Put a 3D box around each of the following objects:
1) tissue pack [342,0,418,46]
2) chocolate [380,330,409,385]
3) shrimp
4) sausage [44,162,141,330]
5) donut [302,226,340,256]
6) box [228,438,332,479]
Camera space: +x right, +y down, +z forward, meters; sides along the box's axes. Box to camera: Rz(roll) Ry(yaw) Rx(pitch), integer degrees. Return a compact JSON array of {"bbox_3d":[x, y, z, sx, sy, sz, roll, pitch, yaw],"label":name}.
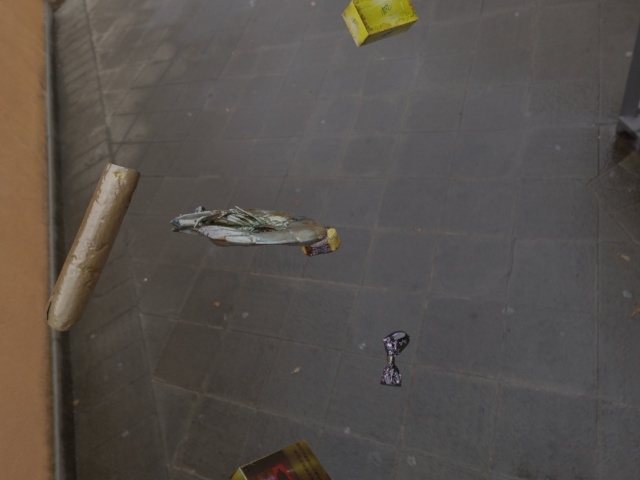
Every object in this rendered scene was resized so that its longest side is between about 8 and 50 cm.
[{"bbox_3d":[0.155,-0.576,1.155,0.176,0.095,0.062,-27,4,-25],"label":"tissue pack"},{"bbox_3d":[0.193,0.312,1.190,0.070,0.072,0.147,-31,41,53],"label":"chocolate"},{"bbox_3d":[-0.165,-0.025,0.995,0.360,0.247,0.085,4,103,4],"label":"shrimp"},{"bbox_3d":[-0.389,0.012,0.762,0.066,0.066,0.301,23,92,34],"label":"sausage"},{"bbox_3d":[0.000,0.000,1.549,0.140,0.059,0.140,-12,26,6],"label":"donut"},{"bbox_3d":[-0.097,0.631,1.170,0.159,0.240,0.071,49,118,32],"label":"box"}]
